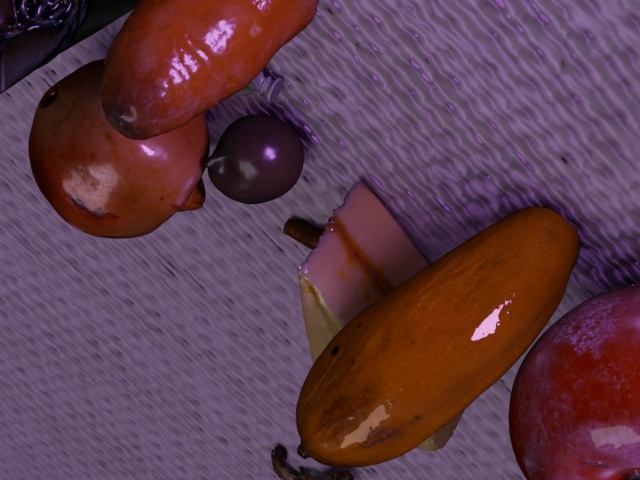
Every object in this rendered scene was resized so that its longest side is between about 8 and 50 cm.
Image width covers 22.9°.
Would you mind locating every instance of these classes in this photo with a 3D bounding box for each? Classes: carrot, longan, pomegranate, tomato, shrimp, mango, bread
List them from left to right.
[{"bbox_3d":[-0.223,-0.103,1.742,0.209,0.209,0.209,23,147,16],"label":"pomegranate"},{"bbox_3d":[-0.128,-0.192,1.511,0.159,0.225,0.159,28,149,18],"label":"carrot"},{"bbox_3d":[-0.073,-0.087,1.709,0.113,0.092,0.113,-13,155,-6],"label":"longan"},{"bbox_3d":[-0.015,0.338,2.318,0.124,0.034,0.178,40,153,0],"label":"shrimp"},{"bbox_3d":[0.000,0.000,1.838,0.093,0.032,0.032,22,147,22],"label":"carrot"},{"bbox_3d":[0.087,0.088,1.751,0.163,0.167,0.264,17,144,22],"label":"bread"},{"bbox_3d":[0.118,0.100,1.599,0.144,0.359,0.187,48,-174,-9],"label":"mango"},{"bbox_3d":[0.320,0.164,1.578,0.270,0.227,0.270,-3,142,-2],"label":"tomato"}]

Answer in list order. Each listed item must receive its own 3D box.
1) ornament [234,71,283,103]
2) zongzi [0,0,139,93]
[{"bbox_3d":[-0.088,-0.172,1.667,0.092,0.041,0.068,30,173,-17],"label":"ornament"},{"bbox_3d":[-0.388,-0.335,1.576,0.362,0.319,0.383,19,137,53],"label":"zongzi"}]
